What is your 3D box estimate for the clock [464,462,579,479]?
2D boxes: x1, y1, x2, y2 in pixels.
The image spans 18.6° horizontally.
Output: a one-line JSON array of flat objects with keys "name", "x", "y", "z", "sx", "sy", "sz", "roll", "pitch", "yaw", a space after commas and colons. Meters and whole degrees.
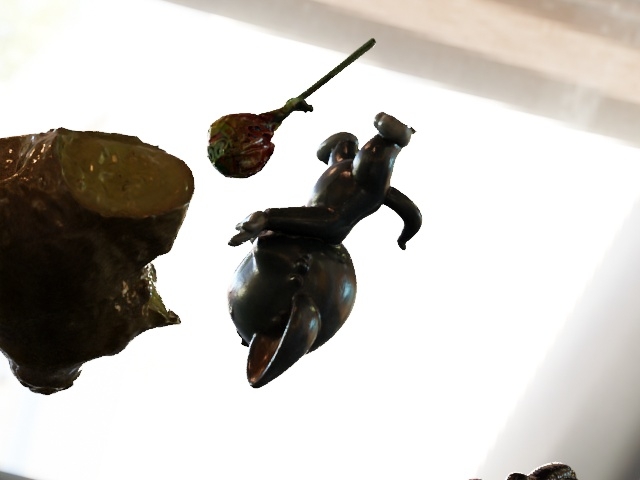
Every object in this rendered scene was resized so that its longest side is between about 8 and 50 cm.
[{"name": "clock", "x": 0.180, "y": 0.308, "z": 1.839, "sx": 0.100, "sy": 0.194, "sz": 0.195, "roll": 14, "pitch": 10, "yaw": 33}]

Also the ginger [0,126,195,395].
[{"name": "ginger", "x": -0.205, "y": 0.032, "z": 1.429, "sx": 0.219, "sy": 0.123, "sz": 0.270, "roll": 7, "pitch": -51, "yaw": -14}]

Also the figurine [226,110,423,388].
[{"name": "figurine", "x": 0.006, "y": 0.000, "z": 1.827, "sx": 0.140, "sy": 0.265, "sz": 0.193, "roll": 47, "pitch": 6, "yaw": -4}]

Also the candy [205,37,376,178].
[{"name": "candy", "x": -0.023, "y": -0.124, "z": 1.740, "sx": 0.060, "sy": 0.201, "sz": 0.060, "roll": 42, "pitch": -24, "yaw": 23}]
